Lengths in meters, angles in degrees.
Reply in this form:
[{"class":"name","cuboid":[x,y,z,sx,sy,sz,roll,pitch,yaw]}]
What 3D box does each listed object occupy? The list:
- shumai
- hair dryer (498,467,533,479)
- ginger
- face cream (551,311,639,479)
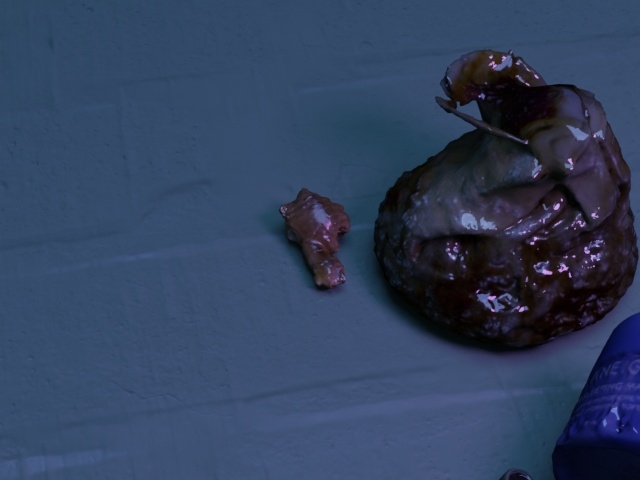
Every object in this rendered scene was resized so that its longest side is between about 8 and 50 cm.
[{"class":"shumai","cuboid":[0.292,-0.072,1.871,0.395,0.348,0.395,5,50,-6]},{"class":"hair dryer","cuboid":[0.287,0.333,1.700,0.150,0.071,0.047,11,50,-18]},{"class":"ginger","cuboid":[0.008,-0.003,1.973,0.096,0.067,0.165,-17,65,-18]},{"class":"face cream","cuboid":[0.437,0.245,1.653,0.249,0.249,0.225,22,52,15]}]
